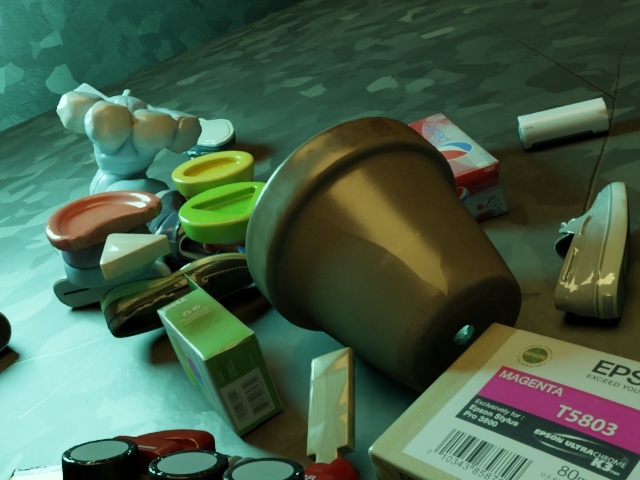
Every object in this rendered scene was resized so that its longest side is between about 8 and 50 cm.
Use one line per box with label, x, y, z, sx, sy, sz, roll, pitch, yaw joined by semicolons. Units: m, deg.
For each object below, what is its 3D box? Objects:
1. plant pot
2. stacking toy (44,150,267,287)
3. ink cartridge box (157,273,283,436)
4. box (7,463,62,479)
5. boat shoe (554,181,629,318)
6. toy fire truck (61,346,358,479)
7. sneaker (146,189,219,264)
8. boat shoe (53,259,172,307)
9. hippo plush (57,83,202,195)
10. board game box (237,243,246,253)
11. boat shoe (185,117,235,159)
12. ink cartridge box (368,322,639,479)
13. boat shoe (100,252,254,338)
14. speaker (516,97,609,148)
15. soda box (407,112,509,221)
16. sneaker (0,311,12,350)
plant pot;0.085;0.031;0.797;0.263;0.263;0.229;-28;45;-18
stacking toy;-0.191;0.004;1.009;0.309;0.130;0.279;-21;28;-21
ink cartridge box;-0.130;0.126;0.867;0.062;0.108;0.209;-28;28;-21
box;-0.286;0.307;0.676;0.088;0.058;0.232;-12;26;13
boat shoe;0.310;0.003;0.858;0.081;0.079;0.227;1;35;26
toy fire truck;-0.063;0.188;0.625;0.217;0.158;0.246;-1;3;24
sneaker;-0.226;-0.027;1.259;0.164;0.086;0.226;1;23;17
boat shoe;-0.316;0.049;1.162;0.227;0.083;0.075;-5;30;26
hippo plush;-0.382;-0.144;1.376;0.294;0.236;0.234;24;18;36
board game box;0.000;0.000;1.106;0.160;0.039;0.212;-34;30;-29
boat shoe;-0.250;-0.212;1.628;0.095;0.079;0.255;-36;29;-27
ink cartridge box;0.189;0.175;0.597;0.235;0.088;0.193;11;40;46
boat shoe;-0.188;0.083;1.037;0.224;0.080;0.073;-16;51;-11
speaker;0.390;-0.189;1.202;0.136;0.055;0.055;-12;27;12
soda box;0.195;-0.114;1.153;0.092;0.083;0.263;-19;27;-2
sneaker;-0.605;0.184;1.084;0.290;0.105;0.123;-26;19;-36
